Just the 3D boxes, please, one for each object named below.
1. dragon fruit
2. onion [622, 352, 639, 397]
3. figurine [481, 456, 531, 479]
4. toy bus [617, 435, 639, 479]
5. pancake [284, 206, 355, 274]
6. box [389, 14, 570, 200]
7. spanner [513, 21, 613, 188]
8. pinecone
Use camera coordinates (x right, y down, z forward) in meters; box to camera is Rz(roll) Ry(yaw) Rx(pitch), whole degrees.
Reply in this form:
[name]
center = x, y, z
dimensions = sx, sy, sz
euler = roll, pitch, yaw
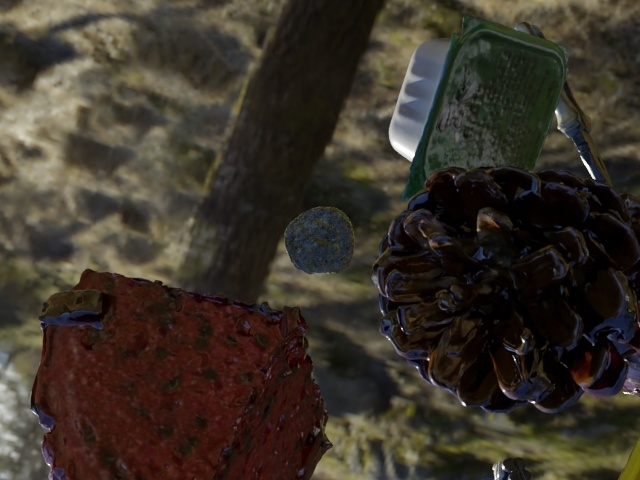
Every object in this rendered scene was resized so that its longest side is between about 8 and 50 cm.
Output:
[dragon fruit]
center = -0.118, 0.167, 0.954
dimensions = 0.302, 0.330, 0.240
euler = 29, 126, -7
[onion]
center = 0.543, 0.121, 1.651
dimensions = 0.314, 0.232, 0.314
euler = 10, 158, 4
[figurine]
center = 0.309, 0.405, 1.928
dimensions = 0.087, 0.086, 0.149
euler = -15, 145, -19
[toy bus]
center = 0.260, 0.170, 0.757
dimensions = 0.152, 0.330, 0.144
euler = 24, 173, 36
[pancake]
center = -0.001, 0.000, 1.697
dimensions = 0.108, 0.108, 0.017
euler = 15, -172, 6
[box]
center = 0.217, -0.187, 1.707
dimensions = 0.106, 0.264, 0.336
euler = 26, -166, 37
[spanner]
center = 0.421, -0.230, 2.013
dimensions = 0.040, 0.325, 0.095
euler = -29, 171, 28
[pinecone]
center = 0.196, 0.052, 1.171
dimensions = 0.298, 0.242, 0.296
euler = -12, 168, 38
